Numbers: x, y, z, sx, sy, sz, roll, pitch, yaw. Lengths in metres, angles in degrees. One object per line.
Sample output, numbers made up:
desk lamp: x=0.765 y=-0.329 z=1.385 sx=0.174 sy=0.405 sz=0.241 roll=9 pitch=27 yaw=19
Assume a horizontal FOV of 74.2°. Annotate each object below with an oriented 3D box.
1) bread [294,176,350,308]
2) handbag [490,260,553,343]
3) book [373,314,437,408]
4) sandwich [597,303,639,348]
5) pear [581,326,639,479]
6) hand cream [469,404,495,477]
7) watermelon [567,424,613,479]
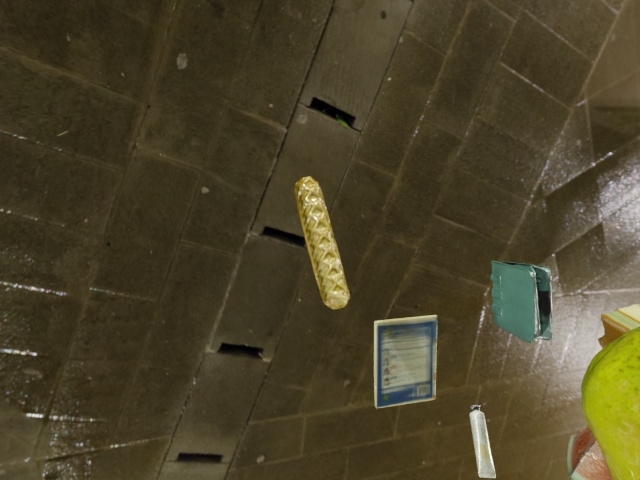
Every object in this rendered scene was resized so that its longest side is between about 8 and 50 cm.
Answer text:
bread: x=0.001 y=-0.001 z=1.092 sx=0.077 sy=0.084 sz=0.367 roll=-20 pitch=71 yaw=11
handbag: x=0.730 y=0.210 z=1.533 sx=0.100 sy=0.274 sz=0.268 roll=-5 pitch=92 yaw=-8
book: x=0.295 y=0.419 z=1.463 sx=0.229 sy=0.018 sz=0.322 roll=-3 pitch=102 yaw=-11
sandwich: x=0.805 y=0.234 z=1.019 sx=0.155 sy=0.198 sz=0.227 roll=-18 pitch=138 yaw=2
pear: x=0.612 y=0.283 z=0.622 sx=0.391 sy=0.391 sz=0.390 roll=-7 pitch=109 yaw=-20
hand cream: x=0.476 y=0.591 z=1.250 sx=0.067 sy=0.194 sz=0.042 roll=19 pitch=142 yaw=-26
watermelon: x=0.739 y=0.542 z=0.997 sx=0.148 sy=0.318 sz=0.226 roll=-38 pitch=109 yaw=-35
